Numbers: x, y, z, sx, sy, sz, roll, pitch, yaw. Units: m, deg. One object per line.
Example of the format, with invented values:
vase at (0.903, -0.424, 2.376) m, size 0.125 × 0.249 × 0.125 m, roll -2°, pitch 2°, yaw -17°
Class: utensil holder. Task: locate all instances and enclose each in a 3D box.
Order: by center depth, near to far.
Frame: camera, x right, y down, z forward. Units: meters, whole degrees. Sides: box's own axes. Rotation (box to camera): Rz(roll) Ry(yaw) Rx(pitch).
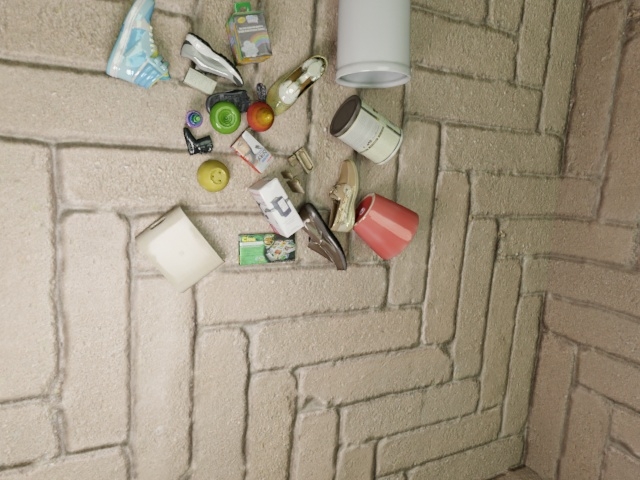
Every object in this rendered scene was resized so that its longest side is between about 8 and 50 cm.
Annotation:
utensil holder at (0.226, -0.881, 1.825) m, size 0.327 × 0.327 × 0.386 m, roll -3°, pitch 97°, yaw -25°

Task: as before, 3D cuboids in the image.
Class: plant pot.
plant pot at (-0.427, -0.262, 1.736) m, size 0.134 × 0.095 × 0.134 m, roll -4°, pitch 100°, yaw -25°
plant pot at (0.287, -0.083, 2.031) m, size 0.243 × 0.275 × 0.275 m, roll 33°, pitch 84°, yaw -17°

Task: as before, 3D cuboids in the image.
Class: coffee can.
coffee can at (0.209, -0.497, 1.942) m, size 0.275 × 0.201 × 0.202 m, roll 28°, pitch 86°, yaw -27°

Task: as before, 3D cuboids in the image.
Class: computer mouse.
computer mouse at (-0.338, -0.535, 1.761) m, size 0.261 × 0.060 × 0.184 m, roll -21°, pitch 123°, yaw -19°

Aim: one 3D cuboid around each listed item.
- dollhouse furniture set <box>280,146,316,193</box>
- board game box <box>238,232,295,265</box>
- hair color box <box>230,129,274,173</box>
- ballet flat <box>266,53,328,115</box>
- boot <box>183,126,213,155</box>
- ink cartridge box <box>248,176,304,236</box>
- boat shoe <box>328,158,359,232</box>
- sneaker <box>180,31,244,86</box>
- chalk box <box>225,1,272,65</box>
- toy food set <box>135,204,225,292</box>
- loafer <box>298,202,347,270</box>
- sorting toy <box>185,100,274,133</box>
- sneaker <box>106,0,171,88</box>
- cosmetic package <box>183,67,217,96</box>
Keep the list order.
dollhouse furniture set at (-0.080, -0.311, 1.878) m, size 0.151 × 0.123 × 0.144 m, roll -39°, pitch 113°, yaw -15°
board game box at (-0.238, 0.035, 1.916) m, size 0.259 × 0.030 × 0.136 m, roll -3°, pitch 102°, yaw -25°
hair color box at (-0.288, -0.373, 1.808) m, size 0.167 × 0.053 × 0.093 m, roll 41°, pitch 80°, yaw -24°
ballet flat at (-0.098, -0.669, 1.815) m, size 0.348 × 0.123 × 0.123 m, roll -46°, pitch 114°, yaw -12°
boot at (-0.489, -0.401, 1.712) m, size 0.099 × 0.045 × 0.121 m, roll -18°, pitch 113°, yaw -19°
ink cartridge box at (-0.191, -0.146, 1.826) m, size 0.100 × 0.172 × 0.237 m, roll -36°, pitch 112°, yaw -16°
boat shoe at (0.100, -0.211, 1.968) m, size 0.110 × 0.121 × 0.342 m, roll 4°, pitch 85°, yaw -23°
sneaker at (-0.421, -0.690, 1.679) m, size 0.271 × 0.100 × 0.108 m, roll 31°, pitch 109°, yaw -30°
chalk box at (-0.289, -0.821, 1.689) m, size 0.132 × 0.132 × 0.213 m, roll -17°, pitch 105°, yaw -21°
toy food set at (-0.565, 0.040, 1.738) m, size 0.219 × 0.092 × 0.306 m, roll -36°, pitch 111°, yaw -4°
loafer at (0.000, 0.000, 1.985) m, size 0.130 × 0.134 × 0.366 m, roll -32°, pitch 102°, yaw 8°
sorting toy at (-0.333, -0.479, 1.667) m, size 0.365 × 0.126 × 0.127 m, roll -9°, pitch 108°, yaw -25°
sneaker at (-0.620, -0.706, 1.556) m, size 0.208 × 0.127 × 0.319 m, roll 23°, pitch 98°, yaw -25°
cosmetic package at (-0.475, -0.623, 1.682) m, size 0.115 × 0.041 × 0.060 m, roll 25°, pitch 87°, yaw -27°
